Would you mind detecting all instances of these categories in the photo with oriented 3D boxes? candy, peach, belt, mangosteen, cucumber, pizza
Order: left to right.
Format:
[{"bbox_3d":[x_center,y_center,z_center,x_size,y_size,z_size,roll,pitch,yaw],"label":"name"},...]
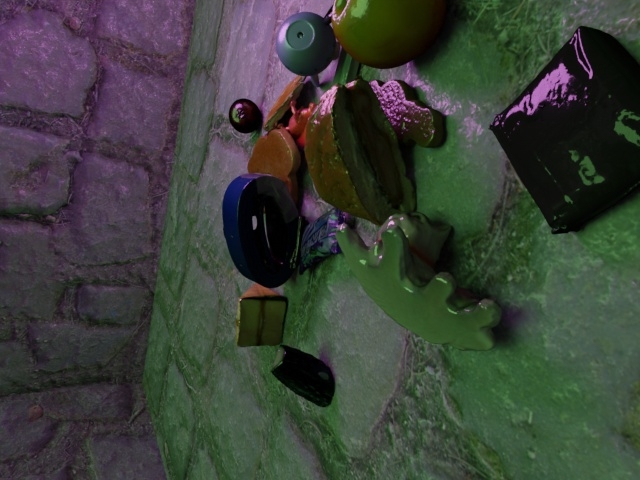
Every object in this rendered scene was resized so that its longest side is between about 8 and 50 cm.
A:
[{"bbox_3d":[-0.283,-0.471,1.854,0.140,0.140,0.139,-10,78,59],"label":"mangosteen"},{"bbox_3d":[-0.174,-0.030,1.487,0.117,0.213,0.346,17,119,54],"label":"belt"},{"bbox_3d":[-0.095,-0.456,1.536,0.262,0.034,0.181,-36,28,45],"label":"pizza"},{"bbox_3d":[-0.037,0.356,1.315,0.086,0.193,0.115,-33,30,52],"label":"cucumber"},{"bbox_3d":[0.000,0.000,1.354,0.275,0.070,0.145,146,129,-59],"label":"candy"},{"bbox_3d":[0.141,-0.472,1.013,0.231,0.231,0.230,-10,78,59],"label":"peach"}]

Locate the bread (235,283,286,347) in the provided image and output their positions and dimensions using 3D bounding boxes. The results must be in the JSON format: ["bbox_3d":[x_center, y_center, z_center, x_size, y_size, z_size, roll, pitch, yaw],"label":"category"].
[{"bbox_3d":[-0.244,0.244,1.650,0.264,0.163,0.167,13,99,60],"label":"bread"}]

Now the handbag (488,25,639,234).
[{"bbox_3d":[0.370,-0.160,0.718,0.223,0.080,0.246,-52,44,45],"label":"handbag"}]

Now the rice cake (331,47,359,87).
[{"bbox_3d":[0.074,-0.472,1.300,0.080,0.042,0.221,42,124,52],"label":"rice cake"}]

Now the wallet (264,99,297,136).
[{"bbox_3d":[-0.134,-0.403,1.648,0.176,0.026,0.095,-27,41,54],"label":"wallet"}]

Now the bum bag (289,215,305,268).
[{"bbox_3d":[-0.067,0.004,1.453,0.109,0.026,0.159,-17,-65,-86],"label":"bum bag"}]

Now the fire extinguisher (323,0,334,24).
[{"bbox_3d":[0.106,-0.633,1.138,0.113,0.200,0.376,58,152,-11],"label":"fire extinguisher"}]

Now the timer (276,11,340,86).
[{"bbox_3d":[-0.010,-0.512,1.324,0.176,0.256,0.175,-1,87,34],"label":"timer"}]

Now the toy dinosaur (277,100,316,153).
[{"bbox_3d":[-0.072,-0.323,1.538,0.138,0.070,0.286,60,143,10],"label":"toy dinosaur"}]

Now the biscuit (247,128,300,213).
[{"bbox_3d":[-0.152,-0.204,1.615,0.269,0.051,0.376,64,146,20],"label":"biscuit"}]

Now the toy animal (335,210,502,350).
[{"bbox_3d":[0.218,0.063,0.918,0.308,0.188,0.265,-4,104,49],"label":"toy animal"}]

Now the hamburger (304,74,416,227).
[{"bbox_3d":[0.065,-0.170,1.098,0.209,0.162,0.329,-8,110,60],"label":"hamburger"}]

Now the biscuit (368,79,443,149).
[{"bbox_3d":[0.167,-0.272,1.113,0.320,0.047,0.183,28,115,57],"label":"biscuit"}]
